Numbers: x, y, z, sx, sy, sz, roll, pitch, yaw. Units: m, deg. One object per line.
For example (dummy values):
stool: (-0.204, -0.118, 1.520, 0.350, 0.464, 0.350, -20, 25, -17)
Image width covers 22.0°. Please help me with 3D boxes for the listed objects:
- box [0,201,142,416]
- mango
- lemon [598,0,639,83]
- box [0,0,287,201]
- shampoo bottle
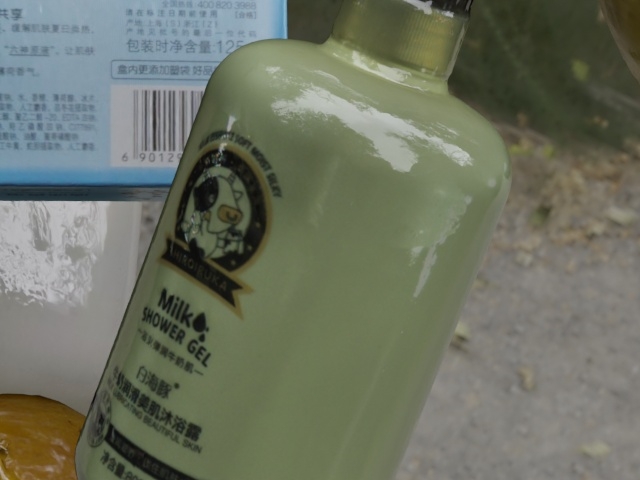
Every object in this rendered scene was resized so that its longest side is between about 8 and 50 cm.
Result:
box: (-0.302, -0.002, 1.379, 0.349, 0.141, 0.288, 20, 69, -45)
mango: (-0.199, 0.171, 1.043, 0.249, 0.156, 0.151, 19, 66, -52)
lemon: (0.227, -0.161, 0.659, 0.258, 0.310, 0.258, -6, 47, 6)
box: (-0.135, -0.097, 0.953, 0.232, 0.142, 0.083, 0, -5, -7)
shampoo bottle: (0.000, 0.000, 0.404, 0.079, 0.162, 0.079, 20, 13, -5)
